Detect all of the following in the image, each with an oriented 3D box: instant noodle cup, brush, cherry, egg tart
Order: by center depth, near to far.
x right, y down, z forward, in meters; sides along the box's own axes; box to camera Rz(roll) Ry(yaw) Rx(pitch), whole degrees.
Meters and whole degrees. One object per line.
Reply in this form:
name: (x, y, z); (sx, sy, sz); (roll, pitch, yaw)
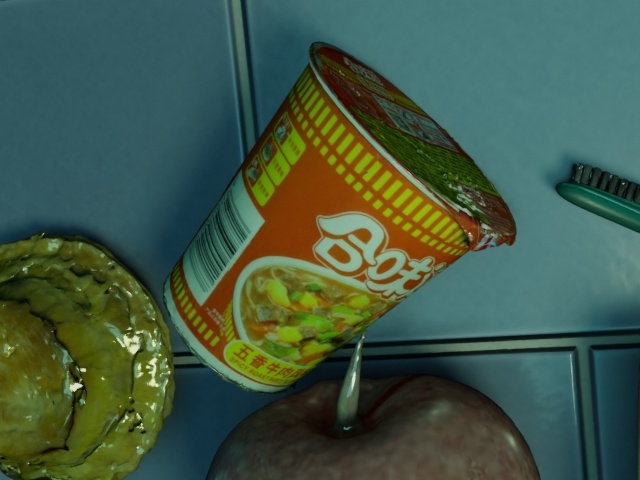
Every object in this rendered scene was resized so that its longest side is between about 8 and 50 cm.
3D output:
cherry: (0.035, 0.198, 0.603); (0.236, 0.213, 0.285); (1, 110, 15)
brush: (0.265, -0.009, 0.620); (0.193, 0.043, 0.032); (24, 84, 9)
instant noodle cup: (0.000, 0.000, 0.622); (0.193, 0.193, 0.212); (45, 111, 5)
egg tart: (-0.234, 0.111, 0.718); (0.241, 0.106, 0.241); (2, 97, 17)

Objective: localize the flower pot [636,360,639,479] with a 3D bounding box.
flower pot: (0.321, 0.170, 0.536); (0.209, 0.239, 0.189); (-2, 95, -19)
